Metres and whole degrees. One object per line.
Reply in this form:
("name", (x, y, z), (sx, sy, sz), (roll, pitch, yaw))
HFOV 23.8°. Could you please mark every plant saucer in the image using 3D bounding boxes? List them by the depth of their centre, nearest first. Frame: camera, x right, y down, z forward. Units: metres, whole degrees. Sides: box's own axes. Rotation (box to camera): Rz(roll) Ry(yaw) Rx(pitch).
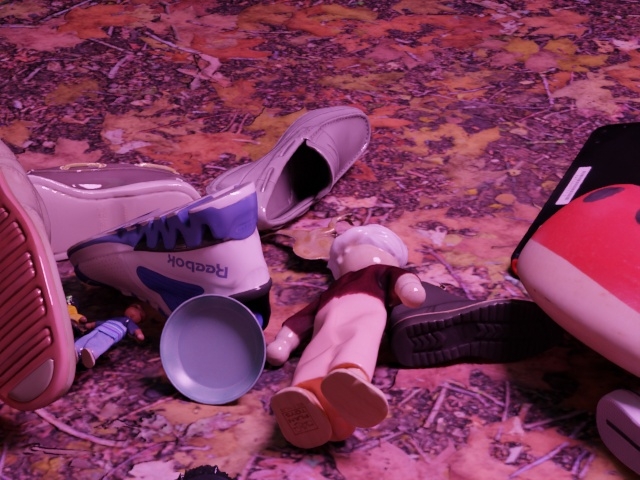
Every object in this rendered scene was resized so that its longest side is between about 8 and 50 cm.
("plant saucer", (-0.114, 0.117, 1.643), (0.119, 0.119, 0.021), (6, 1, 12))

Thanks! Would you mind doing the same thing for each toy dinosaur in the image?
("toy dinosaur", (0.000, 0.000, 1.910), (0.092, 0.053, 0.183), (-22, 35, -32))

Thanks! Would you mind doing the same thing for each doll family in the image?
("doll family", (-0.280, 0.101, 1.711), (0.193, 0.076, 0.111), (21, 30, 25))

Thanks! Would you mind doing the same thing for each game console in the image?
("game console", (0.458, -0.055, 1.930), (0.342, 0.060, 0.386), (-3, 28, 31))

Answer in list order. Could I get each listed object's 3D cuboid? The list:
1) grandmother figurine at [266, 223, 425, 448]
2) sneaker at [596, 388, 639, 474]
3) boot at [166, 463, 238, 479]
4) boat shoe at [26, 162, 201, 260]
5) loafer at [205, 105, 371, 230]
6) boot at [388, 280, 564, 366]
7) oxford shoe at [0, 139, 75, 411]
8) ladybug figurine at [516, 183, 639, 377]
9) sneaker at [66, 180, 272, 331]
("grandmother figurine", (0.032, 0.091, 1.673), (0.207, 0.104, 0.342), (-14, 26, 21))
("sneaker", (0.367, 0.212, 1.462), (0.091, 0.094, 0.258), (-12, 30, -17))
("boot", (-0.144, 0.276, 1.321), (0.207, 0.094, 0.246), (-12, 13, -17))
("boat shoe", (-0.315, -0.045, 1.941), (0.324, 0.117, 0.097), (-3, 23, -14))
("loafer", (-0.020, -0.091, 2.014), (0.111, 0.112, 0.319), (7, 33, 37))
("boot", (0.171, 0.078, 1.745), (0.197, 0.077, 0.137), (-2, 23, -4))
("oxford shoe", (-0.331, 0.017, 1.656), (0.140, 0.146, 0.397), (-35, 59, 17))
("ladybug figurine", (0.403, 0.062, 1.596), (0.449, 0.162, 0.305), (30, 18, 38))
("sneaker", (-0.162, 0.053, 1.744), (0.127, 0.182, 0.315), (-24, 7, -40))
